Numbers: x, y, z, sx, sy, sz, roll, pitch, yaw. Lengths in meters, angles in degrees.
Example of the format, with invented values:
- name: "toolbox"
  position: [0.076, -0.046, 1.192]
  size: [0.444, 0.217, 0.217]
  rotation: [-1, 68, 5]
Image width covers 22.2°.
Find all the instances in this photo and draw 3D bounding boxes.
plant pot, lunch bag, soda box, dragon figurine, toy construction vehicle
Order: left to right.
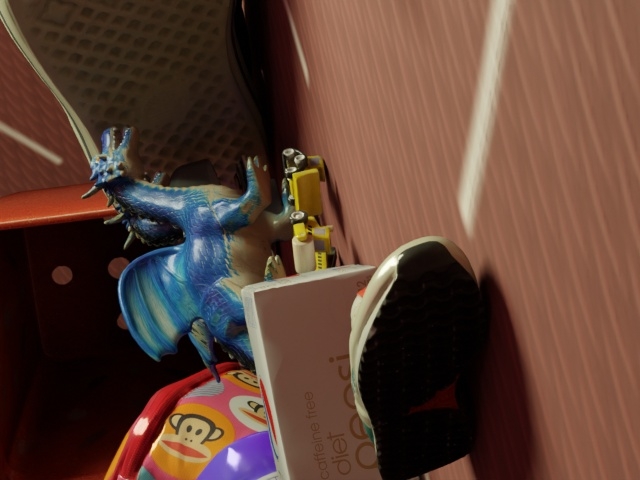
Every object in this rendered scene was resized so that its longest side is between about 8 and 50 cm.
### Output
- name: "plant pot"
  position: [-0.180, 0.063, 1.487]
  size: [0.236, 0.267, 0.267]
  rotation: [-118, 22, -69]
- name: "lunch bag"
  position: [-0.093, 0.245, 1.281]
  size: [0.258, 0.120, 0.293]
  rotation: [-21, -50, -72]
- name: "dragon figurine"
  position: [-0.074, 0.039, 1.084]
  size: [0.085, 0.144, 0.289]
  rotation: [28, -138, -54]
- name: "toy construction vehicle"
  position: [0.000, 0.000, 0.994]
  size: [0.098, 0.035, 0.085]
  rotation: [-98, 2, -59]
- name: "soda box"
  position: [0.013, 0.125, 0.915]
  size: [0.069, 0.074, 0.216]
  rotation: [-178, 77, -82]

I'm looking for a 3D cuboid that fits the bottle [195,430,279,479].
- name: "bottle"
  position: [0.008, 0.257, 1.004]
  size: [0.282, 0.092, 0.118]
  rotation: [63, 144, 27]

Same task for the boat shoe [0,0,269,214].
- name: "boat shoe"
  position: [-0.137, -0.192, 1.151]
  size: [0.500, 0.187, 0.156]
  rotation: [80, 169, -57]

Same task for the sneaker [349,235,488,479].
- name: "sneaker"
  position: [0.032, 0.038, 0.699]
  size: [0.161, 0.057, 0.075]
  rotation: [84, 166, -54]

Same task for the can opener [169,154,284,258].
- name: "can opener"
  position: [-0.043, 0.070, 1.169]
  size: [0.076, 0.095, 0.283]
  rotation: [95, 161, -67]
